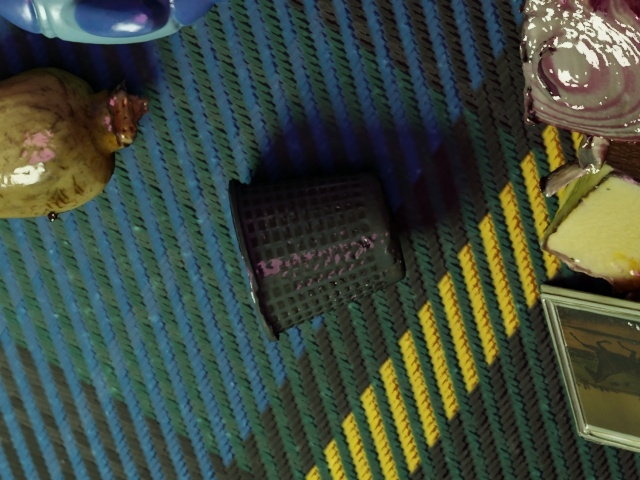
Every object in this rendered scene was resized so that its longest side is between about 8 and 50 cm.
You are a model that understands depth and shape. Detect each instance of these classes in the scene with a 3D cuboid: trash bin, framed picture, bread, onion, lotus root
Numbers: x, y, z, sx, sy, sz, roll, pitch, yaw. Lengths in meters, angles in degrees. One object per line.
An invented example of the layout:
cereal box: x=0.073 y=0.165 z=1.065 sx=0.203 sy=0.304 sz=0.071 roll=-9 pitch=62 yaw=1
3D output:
trash bin: x=0.000 y=0.000 z=2.071 sx=0.161 sy=0.175 sz=0.175 roll=-16 pitch=112 yaw=2
framed picture: x=0.341 y=0.150 z=2.079 sx=0.252 sy=0.014 sz=0.197 roll=10 pitch=125 yaw=49
bread: x=0.359 y=0.016 z=2.036 sx=0.240 sy=0.135 sz=0.178 roll=22 pitch=115 yaw=-6
onion: x=0.305 y=-0.210 z=1.865 sx=0.230 sy=0.256 sz=0.272 roll=2 pitch=156 yaw=19
lotus root: x=-0.307 y=-0.094 z=2.070 sx=0.257 sy=0.140 sz=0.154 roll=-17 pitch=105 yaw=21

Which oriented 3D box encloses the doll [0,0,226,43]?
doll: x=-0.215 y=-0.316 z=1.928 sx=0.365 sy=0.187 sz=0.376 roll=48 pitch=130 yaw=-7
